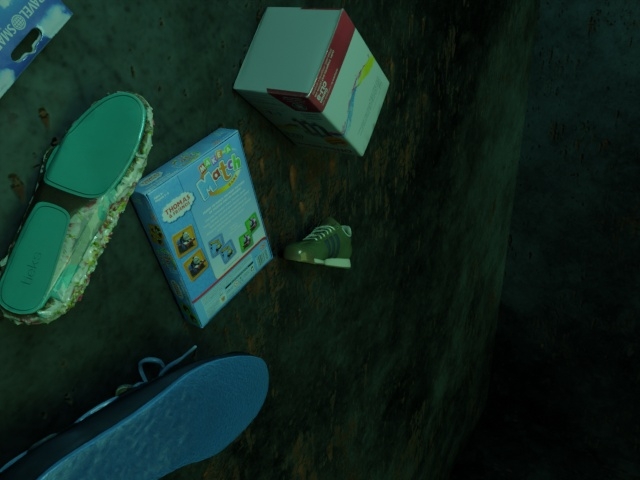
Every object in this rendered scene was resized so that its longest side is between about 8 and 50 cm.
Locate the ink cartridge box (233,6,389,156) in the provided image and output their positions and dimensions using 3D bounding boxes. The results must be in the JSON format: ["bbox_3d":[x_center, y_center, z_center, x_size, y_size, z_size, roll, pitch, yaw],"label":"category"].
[{"bbox_3d":[-0.004,-0.216,0.719,0.176,0.128,0.127,31,77,-58],"label":"ink cartridge box"}]

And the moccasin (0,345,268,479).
[{"bbox_3d":[-0.208,0.205,0.601,0.342,0.117,0.137,-12,101,-51],"label":"moccasin"}]

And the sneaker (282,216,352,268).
[{"bbox_3d":[0.000,0.000,0.894,0.192,0.064,0.086,11,86,-59],"label":"sneaker"}]

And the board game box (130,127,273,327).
[{"bbox_3d":[-0.143,-0.016,0.672,0.160,0.039,0.211,-46,140,-39],"label":"board game box"}]

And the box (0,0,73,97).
[{"bbox_3d":[-0.281,-0.201,0.365,0.109,0.042,0.178,-62,147,-19],"label":"box"}]

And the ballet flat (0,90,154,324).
[{"bbox_3d":[-0.233,-0.032,0.502,0.241,0.091,0.077,-64,178,-10],"label":"ballet flat"}]
